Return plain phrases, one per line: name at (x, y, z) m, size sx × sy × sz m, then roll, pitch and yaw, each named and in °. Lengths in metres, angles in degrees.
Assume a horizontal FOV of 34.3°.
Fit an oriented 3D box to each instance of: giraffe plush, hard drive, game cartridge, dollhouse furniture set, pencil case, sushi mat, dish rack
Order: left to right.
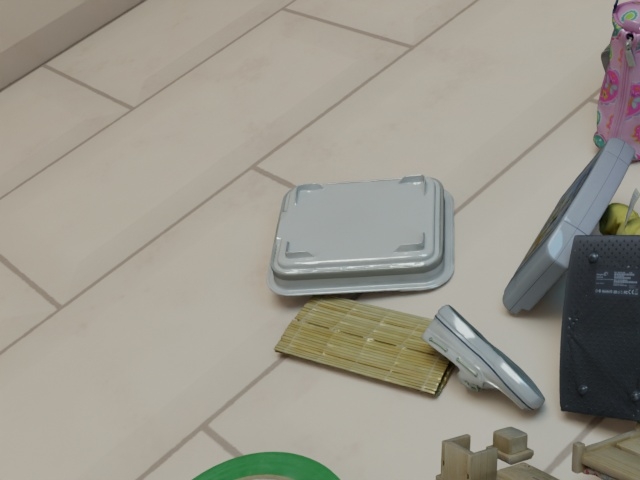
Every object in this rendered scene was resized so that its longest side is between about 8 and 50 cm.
dish rack at (0.071, -0.024, 1.868) m, size 0.333 × 0.072 × 0.285 m, roll -4°, pitch 41°, yaw 11°
sushi mat at (0.084, 0.164, 1.704) m, size 0.317 × 0.019 × 0.151 m, roll 11°, pitch 47°, yaw 34°
game cartridge at (0.402, -0.031, 1.664) m, size 0.062 × 0.198 × 0.297 m, roll 32°, pitch 55°, yaw 9°
dollhouse furniture set at (0.378, 0.346, 1.336) m, size 0.356 × 0.173 × 0.303 m, roll -8°, pitch 14°, yaw -33°
hard drive at (0.421, 0.120, 1.446) m, size 0.172 × 0.054 × 0.254 m, roll -1°, pitch 81°, yaw 47°
pencil case at (0.550, -0.280, 1.816) m, size 0.124 × 0.284 × 0.124 m, roll -2°, pitch 42°, yaw 2°
giraffe plush at (0.522, 0.020, 1.579) m, size 0.171 × 0.210 × 0.181 m, roll 10°, pitch 48°, yaw -5°

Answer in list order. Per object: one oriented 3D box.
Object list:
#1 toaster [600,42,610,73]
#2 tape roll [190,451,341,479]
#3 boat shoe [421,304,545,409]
toaster at (0.627, -0.336, 1.947) m, size 0.110 × 0.185 × 0.168 m, roll 8°, pitch 46°, yaw 46°
tape roll at (-0.092, 0.438, 1.406) m, size 0.321 × 0.077 × 0.321 m, roll -13°, pitch 39°, yaw 10°
boat shoe at (0.241, 0.192, 1.562) m, size 0.076 × 0.083 × 0.226 m, roll -50°, pitch 47°, yaw 7°
